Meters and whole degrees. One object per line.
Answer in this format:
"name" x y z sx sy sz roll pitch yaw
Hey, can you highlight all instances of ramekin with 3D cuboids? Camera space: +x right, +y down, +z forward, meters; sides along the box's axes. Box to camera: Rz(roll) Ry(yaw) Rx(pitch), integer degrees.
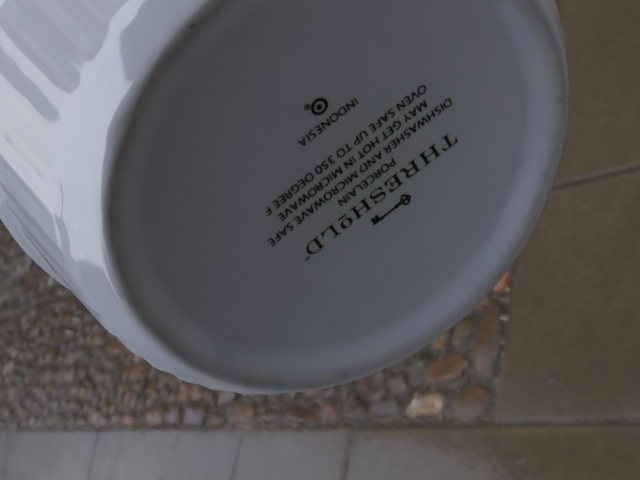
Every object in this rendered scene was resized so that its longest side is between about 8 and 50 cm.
"ramekin" -0.013 -0.054 0.519 0.272 0.273 0.127 -63 36 17
